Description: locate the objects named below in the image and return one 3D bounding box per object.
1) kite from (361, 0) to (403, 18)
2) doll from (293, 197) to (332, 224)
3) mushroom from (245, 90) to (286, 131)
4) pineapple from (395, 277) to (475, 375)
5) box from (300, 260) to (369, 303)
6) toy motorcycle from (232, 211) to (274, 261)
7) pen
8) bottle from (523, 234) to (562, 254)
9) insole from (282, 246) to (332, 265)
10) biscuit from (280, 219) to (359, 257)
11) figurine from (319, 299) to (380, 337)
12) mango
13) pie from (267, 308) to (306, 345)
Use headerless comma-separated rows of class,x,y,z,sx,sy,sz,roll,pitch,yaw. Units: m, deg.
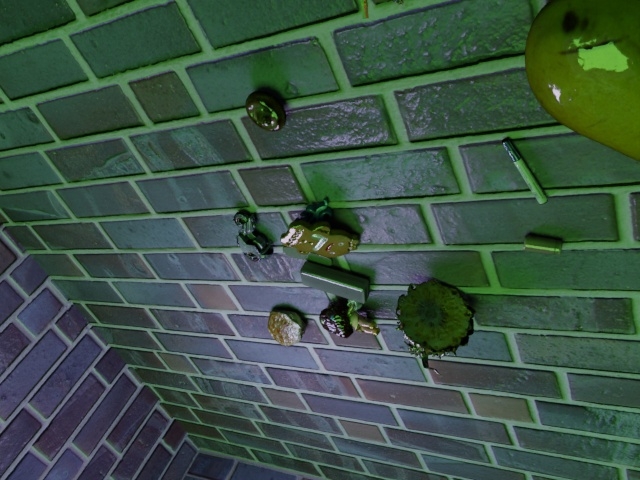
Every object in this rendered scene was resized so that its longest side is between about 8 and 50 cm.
kite,0.099,-0.569,1.301,0.189,0.010,0.159,21,141,14
doll,-0.021,-0.059,1.870,0.109,0.067,0.206,27,129,-12
mushroom,-0.151,-0.359,1.623,0.126,0.085,0.109,54,170,-29
pineapple,0.358,0.299,1.910,0.262,0.263,0.272,20,151,12
box,0.051,0.146,2.039,0.243,0.055,0.103,16,147,18
toy motorcycle,-0.235,-0.005,2.051,0.122,0.080,0.215,7,131,26
pen,0.507,-0.171,1.451,0.025,0.025,0.204,-19,119,43
bottle,0.598,0.012,1.570,0.096,0.045,0.045,9,136,22
insole,-0.047,0.052,2.043,0.191,0.010,0.063,14,139,19
biscuit,0.000,0.003,1.863,0.248,0.035,0.184,15,145,-23
figurine,0.107,0.289,2.112,0.239,0.116,0.175,0,132,31
mango,0.587,-0.301,1.115,0.445,0.221,0.301,44,137,-20
pie,-0.140,0.344,2.360,0.193,0.079,0.163,-17,112,43
